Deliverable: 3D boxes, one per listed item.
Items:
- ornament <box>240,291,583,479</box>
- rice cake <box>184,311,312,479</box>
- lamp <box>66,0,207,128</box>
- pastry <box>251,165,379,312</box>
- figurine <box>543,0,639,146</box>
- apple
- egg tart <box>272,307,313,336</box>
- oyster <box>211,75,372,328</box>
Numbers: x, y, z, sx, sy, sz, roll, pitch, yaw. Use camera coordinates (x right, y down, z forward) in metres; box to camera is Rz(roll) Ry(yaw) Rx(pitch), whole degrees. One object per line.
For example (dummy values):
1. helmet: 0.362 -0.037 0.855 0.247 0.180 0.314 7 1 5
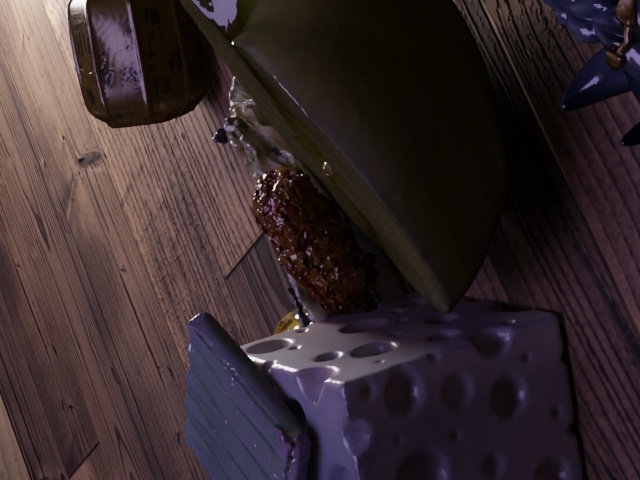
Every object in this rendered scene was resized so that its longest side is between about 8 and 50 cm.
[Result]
1. ornament: 0.083 0.200 1.463 0.240 0.240 0.239 7 111 61
2. rice cake: -0.070 0.192 1.443 0.198 0.037 0.189 44 140 44
3. lamp: -0.229 -0.240 1.915 0.161 0.161 0.185 9 114 60
4. pastry: -0.002 0.002 1.518 0.169 0.087 0.063 50 166 -13
5. figurine: 0.257 -0.159 1.046 0.265 0.197 0.175 21 146 53
6. apple: 0.013 -0.112 1.366 0.312 0.320 0.360 -7 142 30
7. egg tart: -0.004 0.244 1.769 0.345 0.132 0.345 32 129 51
8. oyster: -0.014 -0.053 1.652 0.354 0.107 0.201 63 -164 16
